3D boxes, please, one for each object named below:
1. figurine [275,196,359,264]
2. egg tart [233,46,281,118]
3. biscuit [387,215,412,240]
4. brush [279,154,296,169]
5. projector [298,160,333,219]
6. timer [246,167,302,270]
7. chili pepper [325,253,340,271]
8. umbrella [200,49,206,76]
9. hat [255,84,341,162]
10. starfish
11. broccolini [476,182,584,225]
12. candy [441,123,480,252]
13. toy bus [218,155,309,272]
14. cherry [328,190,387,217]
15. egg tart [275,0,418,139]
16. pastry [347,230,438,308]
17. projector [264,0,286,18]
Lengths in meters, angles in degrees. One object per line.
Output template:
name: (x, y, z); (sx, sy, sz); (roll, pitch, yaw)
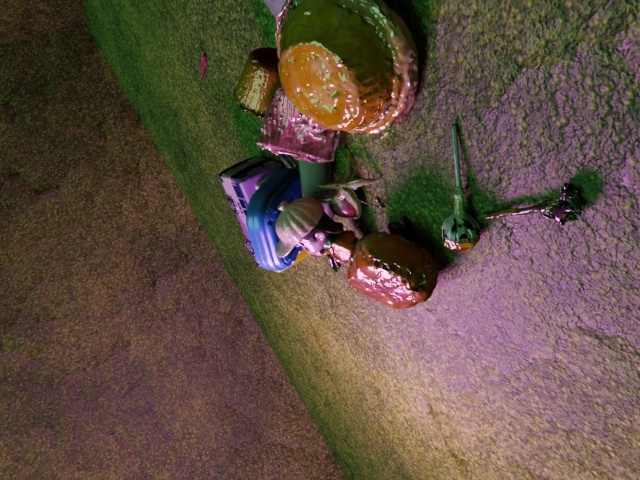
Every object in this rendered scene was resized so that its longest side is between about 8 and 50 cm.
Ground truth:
figurine: (0.016, -0.026, 1.514); (0.185, 0.333, 0.204); (-153, 73, -76)
egg tart: (-0.154, -0.475, 1.431); (0.215, 0.215, 0.170); (47, 142, 27)
biscuit: (0.230, -0.035, 1.368); (0.087, 0.027, 0.089); (34, 146, 41)
brush: (-0.155, -0.337, 1.780); (0.190, 0.028, 0.034); (53, 153, 17)
projector: (-0.013, -0.191, 1.570); (0.108, 0.108, 0.337); (40, 149, 37)
timer: (-0.129, -0.077, 1.680); (0.115, 0.340, 0.308); (6, 128, 24)
chili pepper: (0.022, 0.041, 1.826); (0.182, 0.050, 0.073); (56, 148, 3)
umbrella: (-0.498, -0.747, 1.997); (0.027, 0.025, 0.165); (40, 157, 0)
hat: (-0.046, -0.370, 1.352); (0.107, 0.237, 0.286); (-100, 23, -71)
starfish: (0.079, -0.168, 1.403); (0.224, 0.050, 0.216); (-11, 70, 32)
broccolini: (0.428, -0.061, 0.971); (0.058, 0.071, 0.254); (22, 170, -17)
candy: (0.313, -0.115, 1.089); (0.091, 0.083, 0.305); (15, 122, 51)
toy bus: (-0.215, -0.110, 1.922); (0.249, 0.209, 0.439); (15, 130, 56)
cherry: (0.106, -0.127, 1.449); (0.226, 0.090, 0.106); (-10, 103, 51)
egg tart: (0.037, -0.386, 1.084); (0.388, 0.169, 0.387); (27, 150, 17)
pastry: (0.205, 0.077, 1.353); (0.255, 0.161, 0.311); (37, 160, -5)
projector: (-0.030, -0.598, 1.175); (0.256, 0.099, 0.192); (57, 156, 9)
